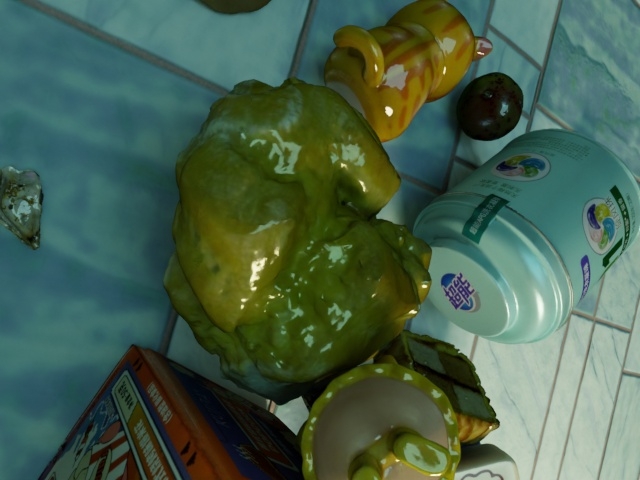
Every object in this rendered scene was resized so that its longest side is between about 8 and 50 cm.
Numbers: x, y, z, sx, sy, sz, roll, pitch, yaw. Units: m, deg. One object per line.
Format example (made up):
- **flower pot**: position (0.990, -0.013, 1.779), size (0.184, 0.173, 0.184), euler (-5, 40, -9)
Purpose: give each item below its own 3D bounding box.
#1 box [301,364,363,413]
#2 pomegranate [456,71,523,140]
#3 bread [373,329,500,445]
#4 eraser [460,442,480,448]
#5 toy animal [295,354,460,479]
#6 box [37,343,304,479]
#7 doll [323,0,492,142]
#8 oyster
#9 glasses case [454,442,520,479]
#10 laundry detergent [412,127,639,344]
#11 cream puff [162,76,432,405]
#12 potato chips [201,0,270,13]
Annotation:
- **box**: position (0.081, 0.331, 0.614), size (0.084, 0.198, 0.310), euler (-25, 78, -13)
- **pomegranate**: position (0.321, -0.246, 0.844), size (0.130, 0.130, 0.131), euler (-3, 97, -31)
- **bread**: position (0.197, 0.259, 0.794), size (0.222, 0.182, 0.096), euler (25, 119, -29)
- **eraser**: position (0.206, 0.511, 0.860), size (0.154, 0.101, 0.333), euler (18, 86, -31)
- **toy animal**: position (0.049, 0.185, 0.427), size (0.155, 0.230, 0.156), euler (1, 79, -5)
- **box**: position (-0.154, 0.346, 0.482), size (0.256, 0.348, 0.319), euler (38, 77, -28)
- **doll**: position (0.127, -0.273, 0.705), size (0.269, 0.162, 0.167), euler (-42, 100, -32)
- **oyster**: position (-0.345, -0.037, 0.513), size (0.051, 0.034, 0.093), euler (9, 79, -47)
- **glasses case**: position (0.166, 0.449, 0.748), size (0.335, 0.076, 0.144), euler (-10, 89, -8)
- **laundry detergent**: position (0.333, 0.003, 0.780), size (0.305, 0.287, 0.288), euler (-36, 112, -24)
- **cream puff**: position (0.000, 0.000, 0.535), size (0.275, 0.378, 0.379), euler (9, 90, 5)
- **potato chips**: position (-0.118, -0.411, 0.596), size (0.208, 0.061, 0.196), euler (-33, 113, -27)
